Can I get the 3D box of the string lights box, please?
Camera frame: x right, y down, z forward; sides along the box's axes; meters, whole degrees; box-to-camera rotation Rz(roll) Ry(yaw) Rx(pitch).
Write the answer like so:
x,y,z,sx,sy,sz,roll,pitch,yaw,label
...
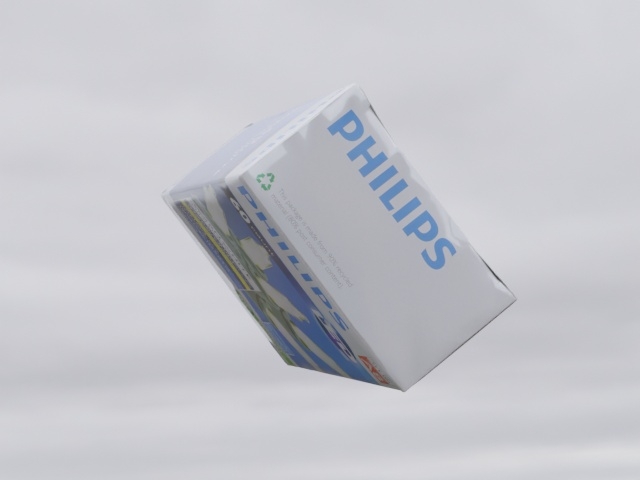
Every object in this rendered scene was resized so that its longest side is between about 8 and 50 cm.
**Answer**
x,y,z,sx,sy,sz,roll,pitch,yaw,label
0.000,0.000,1.007,0.076,0.133,0.259,-38,7,-10,string lights box
